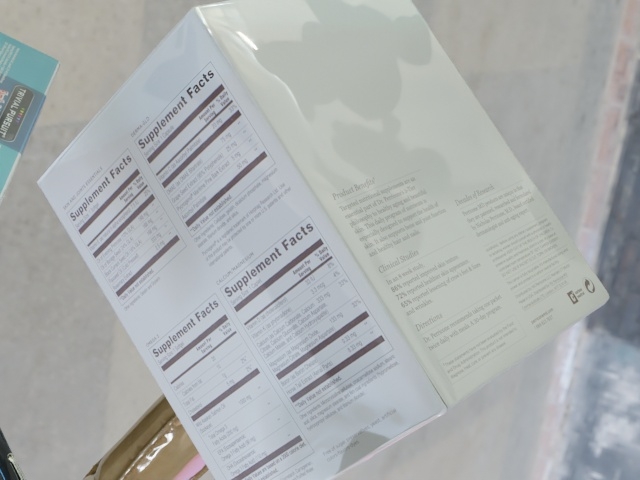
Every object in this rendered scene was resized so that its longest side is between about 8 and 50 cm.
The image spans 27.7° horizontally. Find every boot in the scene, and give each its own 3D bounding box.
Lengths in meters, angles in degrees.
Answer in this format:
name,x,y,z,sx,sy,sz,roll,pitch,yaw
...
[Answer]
name,x,y,z,sx,sy,sz,roll,pitch,yaw
boot,-0.099,0.158,1.066,0.269,0.089,0.236,-47,177,12

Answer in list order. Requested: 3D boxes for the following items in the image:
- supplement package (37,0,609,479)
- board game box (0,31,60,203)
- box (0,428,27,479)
name,x,y,z,sx,sy,sz,roll,pitch,yaw
supplement package,0.000,0.000,0.828,0.199,0.262,0.198,-23,168,-49
board game box,-0.342,0.015,1.109,0.336,0.079,0.253,-57,-164,27
box,-0.264,0.132,0.638,0.220,0.175,0.051,-23,167,-31
